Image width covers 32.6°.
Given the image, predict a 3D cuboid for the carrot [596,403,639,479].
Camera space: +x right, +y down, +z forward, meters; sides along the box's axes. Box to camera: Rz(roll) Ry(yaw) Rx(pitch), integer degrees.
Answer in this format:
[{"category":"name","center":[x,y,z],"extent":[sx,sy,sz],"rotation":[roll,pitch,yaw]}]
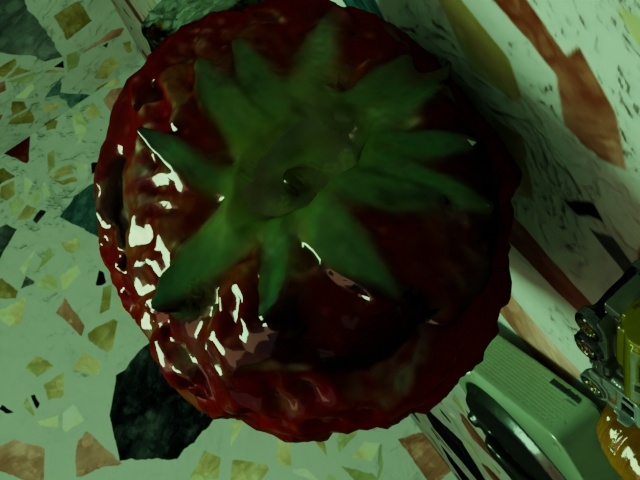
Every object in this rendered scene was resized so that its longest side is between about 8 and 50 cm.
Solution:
[{"category":"carrot","center":[0.247,0.182,0.660],"extent":[0.257,0.061,0.061],"rotation":[58,178,40]}]

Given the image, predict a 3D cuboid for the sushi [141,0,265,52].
[{"category":"sushi","center":[-0.087,-0.186,1.058],"extent":[0.127,0.124,0.225],"rotation":[57,168,-23]}]

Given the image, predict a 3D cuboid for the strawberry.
[{"category":"strawberry","center":[-0.008,0.003,0.743],"extent":[0.292,0.292,0.310],"rotation":[53,158,22]}]

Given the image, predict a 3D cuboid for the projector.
[{"category":"projector","center":[0.226,0.217,1.038],"extent":[0.259,0.079,0.257],"rotation":[55,174,-23]}]

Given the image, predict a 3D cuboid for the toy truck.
[{"category":"toy truck","center":[0.184,0.064,0.622],"extent":[0.063,0.052,0.123],"rotation":[44,168,33]}]
